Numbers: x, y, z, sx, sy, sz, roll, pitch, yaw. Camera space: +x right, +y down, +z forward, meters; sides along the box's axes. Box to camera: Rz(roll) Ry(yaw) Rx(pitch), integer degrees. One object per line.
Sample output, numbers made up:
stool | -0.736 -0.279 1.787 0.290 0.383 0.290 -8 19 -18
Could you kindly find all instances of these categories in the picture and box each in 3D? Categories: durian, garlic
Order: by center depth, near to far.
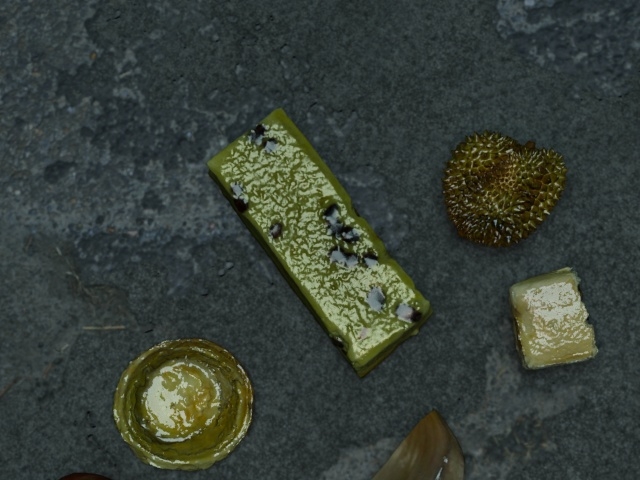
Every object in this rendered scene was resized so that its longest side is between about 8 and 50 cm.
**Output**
garlic | 0.124 0.321 1.698 0.101 0.087 0.195 36 84 24
durian | 0.238 -0.072 1.764 0.158 0.137 0.168 38 95 30

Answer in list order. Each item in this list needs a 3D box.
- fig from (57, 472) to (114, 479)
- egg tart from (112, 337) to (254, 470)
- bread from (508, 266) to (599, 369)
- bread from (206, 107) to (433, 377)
fig | -0.303 0.396 1.652 0.205 0.205 0.205 -1 77 2
egg tart | -0.182 0.213 1.741 0.191 0.074 0.191 0 75 1
bread | 0.305 0.103 1.743 0.106 0.082 0.125 -13 86 10
bread | 0.000 0.000 1.779 0.138 0.077 0.361 -36 78 -5
